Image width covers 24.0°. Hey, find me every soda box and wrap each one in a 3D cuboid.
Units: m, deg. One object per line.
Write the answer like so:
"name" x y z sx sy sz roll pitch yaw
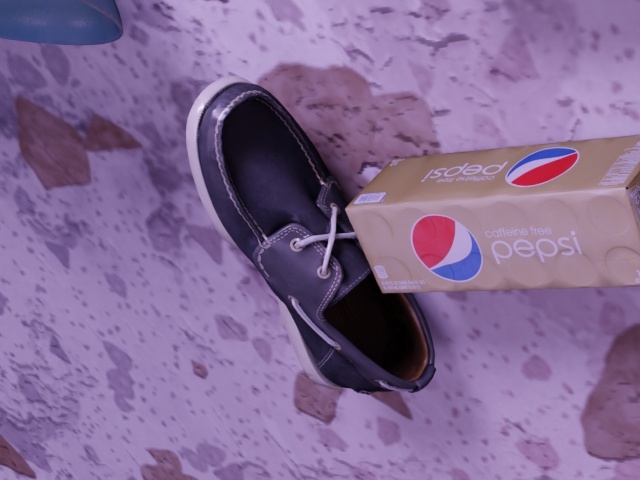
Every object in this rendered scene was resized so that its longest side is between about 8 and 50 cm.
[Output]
"soda box" 0.107 -0.012 0.823 0.181 0.058 0.061 -3 121 41

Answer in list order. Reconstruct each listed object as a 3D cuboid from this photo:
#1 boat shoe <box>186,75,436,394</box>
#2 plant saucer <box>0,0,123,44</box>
"boat shoe" 0.000 0.000 0.893 0.079 0.084 0.233 14 141 49
"plant saucer" -0.266 -0.171 0.861 0.318 0.318 0.043 9 87 33
